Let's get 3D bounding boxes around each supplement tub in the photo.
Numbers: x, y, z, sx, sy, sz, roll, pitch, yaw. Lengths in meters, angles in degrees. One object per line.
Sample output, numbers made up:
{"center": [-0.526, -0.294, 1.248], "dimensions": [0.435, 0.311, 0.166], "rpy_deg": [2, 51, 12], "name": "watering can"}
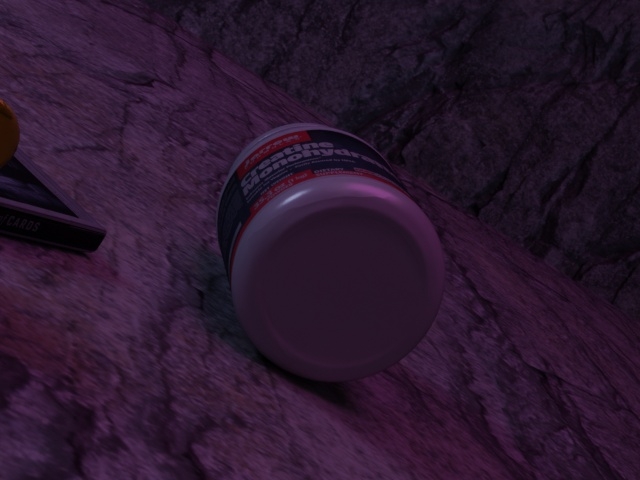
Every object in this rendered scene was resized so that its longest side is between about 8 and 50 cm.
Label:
{"center": [0.000, 0.000, 1.272], "dimensions": [0.191, 0.191, 0.272], "rpy_deg": [31, 11, -17], "name": "supplement tub"}

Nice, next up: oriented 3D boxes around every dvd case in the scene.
{"center": [-0.305, -0.066, 1.079], "dimensions": [0.179, 0.030, 0.238], "rpy_deg": [40, 11, 31], "name": "dvd case"}

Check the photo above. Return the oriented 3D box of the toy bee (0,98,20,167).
{"center": [-0.301, -0.122, 0.883], "dimensions": [0.195, 0.162, 0.298], "rpy_deg": [14, 24, -28], "name": "toy bee"}
